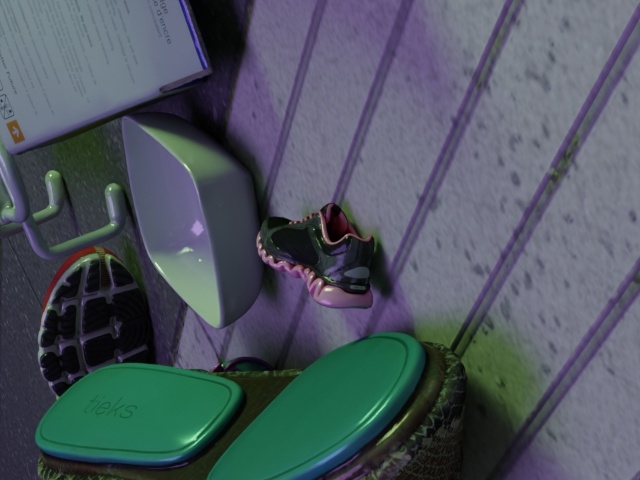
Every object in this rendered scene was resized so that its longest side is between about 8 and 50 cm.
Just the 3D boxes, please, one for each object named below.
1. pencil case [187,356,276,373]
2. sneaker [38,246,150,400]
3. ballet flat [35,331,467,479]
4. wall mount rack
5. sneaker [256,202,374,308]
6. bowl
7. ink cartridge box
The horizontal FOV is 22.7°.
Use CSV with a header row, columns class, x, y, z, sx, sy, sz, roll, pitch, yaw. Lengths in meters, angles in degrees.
class,x,y,z,sx,sy,sz,roll,pitch,yaw
pencil case,-0.079,0.128,1.254,0.070,0.064,0.151,44,159,-9
sneaker,-0.229,0.102,1.539,0.279,0.107,0.118,95,156,-43
ballet flat,-0.024,0.160,1.034,0.182,0.164,0.483,52,150,-17
wall mount rack,-0.295,-0.141,1.455,0.350,0.130,0.304,13,124,64
sneaker,0.000,0.000,1.002,0.119,0.047,0.057,33,119,53
bowl,-0.087,-0.020,1.159,0.142,0.053,0.142,40,144,50
ink cartridge box,-0.189,-0.236,1.158,0.307,0.072,0.304,-13,97,50
